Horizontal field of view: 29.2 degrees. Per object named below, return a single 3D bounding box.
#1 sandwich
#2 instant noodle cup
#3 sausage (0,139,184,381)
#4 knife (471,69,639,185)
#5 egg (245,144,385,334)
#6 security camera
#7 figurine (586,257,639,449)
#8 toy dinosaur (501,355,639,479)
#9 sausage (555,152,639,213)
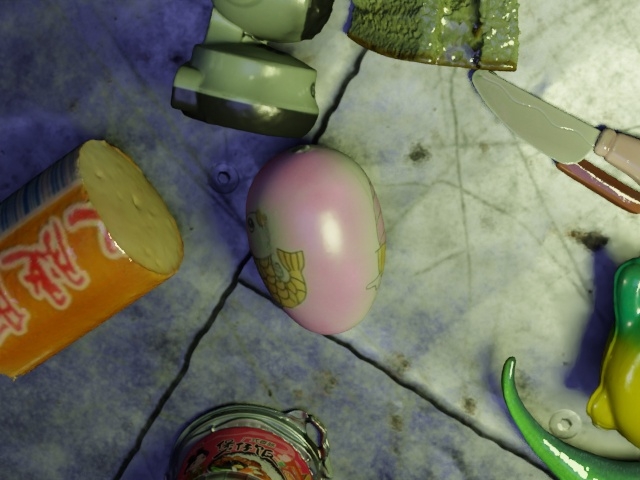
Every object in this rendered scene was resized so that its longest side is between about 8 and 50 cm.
[{"bbox_3d":[0.150,-0.292,1.638,0.236,0.128,0.122,4,99,6],"label":"sandwich"},{"bbox_3d":[-0.120,0.398,1.841,0.258,0.181,0.302,36,107,-5],"label":"instant noodle cup"},{"bbox_3d":[-0.371,0.025,1.741,0.287,0.233,0.233,-33,99,14],"label":"sausage"},{"bbox_3d":[0.353,-0.139,1.694,0.336,0.043,0.081,24,81,3],"label":"knife"},{"bbox_3d":[0.000,0.000,1.706,0.196,0.196,0.271,-22,105,13],"label":"egg"},{"bbox_3d":[-0.077,-0.287,1.644,0.191,0.197,0.277,12,99,3],"label":"security camera"},{"bbox_3d":[0.520,0.149,1.665,0.324,0.231,0.340,26,102,-6],"label":"figurine"},{"bbox_3d":[0.507,0.339,1.770,0.375,0.144,0.499,-20,107,8],"label":"toy dinosaur"},{"bbox_3d":[0.390,-0.082,1.713,0.147,0.035,0.030,31,78,0],"label":"sausage"}]
